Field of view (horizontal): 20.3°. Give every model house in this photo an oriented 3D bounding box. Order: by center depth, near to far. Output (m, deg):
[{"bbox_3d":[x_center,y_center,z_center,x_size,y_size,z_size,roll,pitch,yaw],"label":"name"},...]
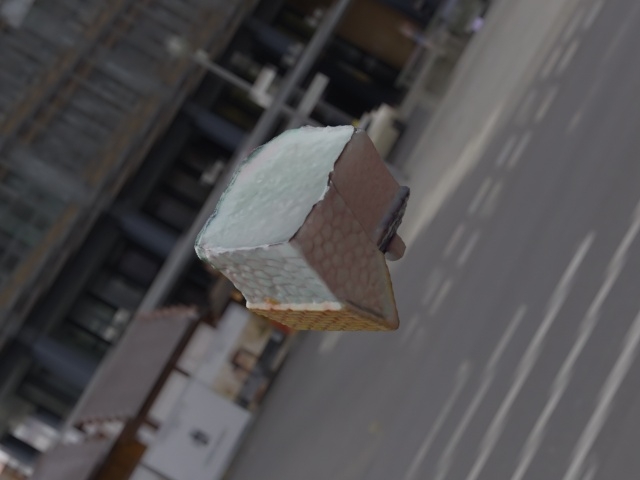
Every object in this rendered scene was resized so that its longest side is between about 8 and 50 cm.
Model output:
[{"bbox_3d":[0.000,0.000,1.044,0.088,0.100,0.100,-4,46,42],"label":"model house"}]
